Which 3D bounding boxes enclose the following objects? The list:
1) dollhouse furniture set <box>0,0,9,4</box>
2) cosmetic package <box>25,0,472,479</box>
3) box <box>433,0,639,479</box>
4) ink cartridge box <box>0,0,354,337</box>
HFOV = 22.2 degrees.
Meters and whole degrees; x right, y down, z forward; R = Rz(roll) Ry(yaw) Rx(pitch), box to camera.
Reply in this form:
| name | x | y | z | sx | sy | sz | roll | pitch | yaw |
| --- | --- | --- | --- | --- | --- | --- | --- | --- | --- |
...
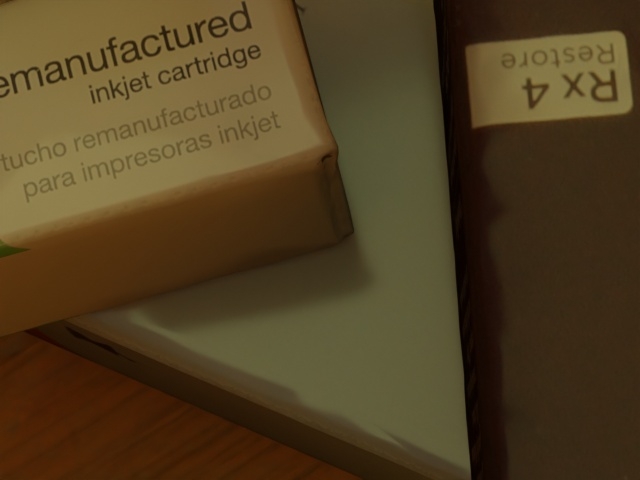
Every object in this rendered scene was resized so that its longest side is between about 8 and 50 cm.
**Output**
| name | x | y | z | sx | sy | sz | roll | pitch | yaw |
| --- | --- | --- | --- | --- | --- | --- | --- | --- | --- |
| dollhouse furniture set | -0.145 | -0.148 | 0.416 | 0.161 | 0.101 | 0.182 | -20 | 78 | 0 |
| cosmetic package | 0.000 | 0.000 | 0.662 | 0.453 | 0.230 | 0.161 | 22 | 80 | 9 |
| box | 0.131 | -0.007 | 0.467 | 0.191 | 0.143 | 0.381 | -5 | 80 | 3 |
| ink cartridge box | -0.120 | -0.112 | 0.519 | 0.198 | 0.115 | 0.272 | -16 | 77 | 1 |
